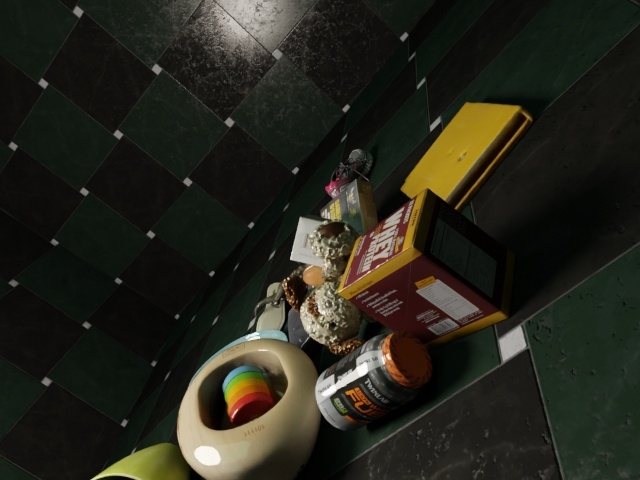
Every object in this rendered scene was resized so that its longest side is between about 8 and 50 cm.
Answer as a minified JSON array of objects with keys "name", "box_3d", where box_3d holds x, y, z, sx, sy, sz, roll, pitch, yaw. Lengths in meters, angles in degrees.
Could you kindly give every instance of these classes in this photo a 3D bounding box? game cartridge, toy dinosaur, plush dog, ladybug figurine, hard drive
[{"name":"game cartridge","box_3d":[0.321,-0.192,1.262,0.285,0.053,0.323,-52,12,10]},{"name":"toy dinosaur","box_3d":[-0.078,0.141,1.688,0.313,0.121,0.160,-52,4,18]},{"name":"plush dog","box_3d":[0.052,0.118,1.150,0.225,0.262,0.210,-45,-19,-1]},{"name":"ladybug figurine","box_3d":[-0.136,0.359,1.129,0.305,0.161,0.449,-24,20,-5]},{"name":"hard drive","box_3d":[-0.017,0.198,1.435,0.172,0.054,0.254,-53,15,10]}]

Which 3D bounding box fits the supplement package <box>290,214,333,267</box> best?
[{"name":"supplement package","box_3d":[0.000,0.000,1.308,0.179,0.105,0.105,-36,-41,-82]}]

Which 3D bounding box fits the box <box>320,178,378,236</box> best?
[{"name":"box","box_3d":[0.077,-0.017,1.422,0.183,0.056,0.231,-38,50,50]}]

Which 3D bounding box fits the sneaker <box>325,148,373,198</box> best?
[{"name":"sneaker","box_3d":[0.106,-0.241,1.916,0.121,0.112,0.299,-43,18,38]}]

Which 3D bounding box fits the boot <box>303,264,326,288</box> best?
[{"name":"boot","box_3d":[0.004,0.121,1.323,0.197,0.072,0.152,-1,30,38]}]

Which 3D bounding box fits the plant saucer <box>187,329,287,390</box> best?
[{"name":"plant saucer","box_3d":[-0.226,0.368,1.532,0.318,0.043,0.317,-24,18,8]}]

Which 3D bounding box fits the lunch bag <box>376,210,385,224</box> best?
[{"name":"lunch bag","box_3d":[0.130,-0.045,1.484,0.098,0.067,0.065,-43,19,43]}]

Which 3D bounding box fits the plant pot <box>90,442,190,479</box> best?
[{"name":"plant pot","box_3d":[-0.466,0.681,1.458,0.274,0.275,0.293,-53,-2,9]}]

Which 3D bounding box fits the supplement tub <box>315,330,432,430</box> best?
[{"name":"supplement tub","box_3d":[0.088,0.232,0.902,0.190,0.117,0.117,-44,18,38]}]

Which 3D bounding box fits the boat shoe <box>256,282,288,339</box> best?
[{"name":"boat shoe","box_3d":[-0.148,0.249,1.743,0.079,0.084,0.233,85,-168,-46]}]

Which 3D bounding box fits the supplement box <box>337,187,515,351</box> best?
[{"name":"supplement box","box_3d":[0.170,0.056,0.879,0.191,0.194,0.129,-39,21,47]}]
